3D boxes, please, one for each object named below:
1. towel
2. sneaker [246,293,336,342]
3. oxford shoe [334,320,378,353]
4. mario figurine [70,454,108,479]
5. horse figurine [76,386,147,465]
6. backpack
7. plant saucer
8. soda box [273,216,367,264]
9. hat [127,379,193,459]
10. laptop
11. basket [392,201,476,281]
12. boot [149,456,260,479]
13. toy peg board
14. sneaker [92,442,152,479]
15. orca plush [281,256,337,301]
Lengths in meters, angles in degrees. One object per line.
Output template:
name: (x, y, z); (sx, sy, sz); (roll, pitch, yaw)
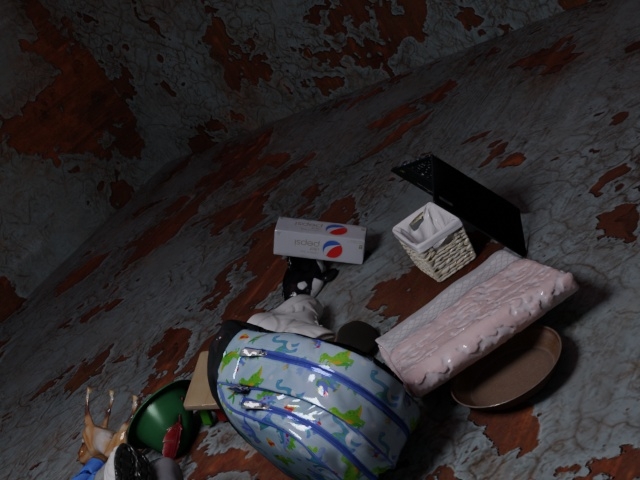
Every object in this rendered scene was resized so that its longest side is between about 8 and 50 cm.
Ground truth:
towel: (0.261, 0.137, 1.766); (0.332, 0.053, 0.317); (-35, 11, -3)
sneaker: (-0.025, 0.200, 2.072); (0.169, 0.108, 0.292); (21, 18, 22)
oxford shoe: (0.050, 0.225, 1.935); (0.212, 0.076, 0.076); (-46, -19, -56)
mario figurine: (-0.482, 0.535, 1.884); (0.320, 0.170, 0.198); (-29, -22, -55)
horse figurine: (-0.453, 0.419, 2.174); (0.263, 0.066, 0.175); (1, 78, 40)
backpack: (-0.005, 0.279, 1.636); (0.355, 0.290, 0.273); (-8, 40, 36)
plant saucer: (0.306, 0.213, 1.613); (0.198, 0.036, 0.198); (-29, 20, 12)
soda box: (0.000, 0.000, 2.359); (0.216, 0.069, 0.074); (6, 29, 4)
hat: (-0.277, 0.412, 2.025); (0.208, 0.173, 0.183); (-36, 55, -29)
laptop: (0.277, -0.062, 2.034); (0.264, 0.234, 0.137); (-15, 48, 64)
basket: (0.241, 0.003, 2.094); (0.113, 0.103, 0.167); (-35, 21, -4)
boot: (-0.188, 0.466, 1.702); (0.222, 0.118, 0.338); (-28, 31, 5)
toy peg board: (-0.182, 0.308, 2.069); (0.160, 0.079, 0.161); (-6, 36, 13)
sneaker: (-0.353, 0.468, 1.664); (0.108, 0.100, 0.271); (-43, 20, 22)
orca plush: (-0.032, 0.049, 2.400); (0.151, 0.102, 0.287); (-14, 28, 42)
